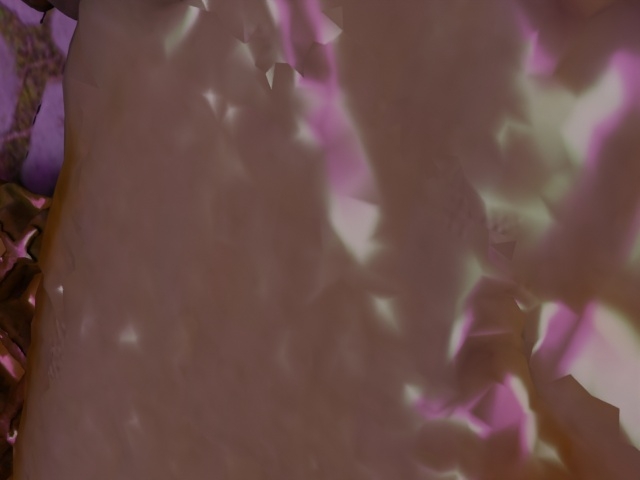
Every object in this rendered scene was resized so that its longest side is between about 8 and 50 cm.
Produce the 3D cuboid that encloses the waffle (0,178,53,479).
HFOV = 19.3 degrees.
[{"bbox_3d":[-0.165,0.100,0.975,0.300,0.058,0.282,-25,91,36],"label":"waffle"}]

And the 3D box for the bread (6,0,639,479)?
[{"bbox_3d":[0.128,0.057,0.489,0.279,0.371,0.390,30,122,32],"label":"bread"}]

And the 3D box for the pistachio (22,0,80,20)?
[{"bbox_3d":[-0.113,-0.169,0.826,0.113,0.113,0.149,11,117,41],"label":"pistachio"}]
